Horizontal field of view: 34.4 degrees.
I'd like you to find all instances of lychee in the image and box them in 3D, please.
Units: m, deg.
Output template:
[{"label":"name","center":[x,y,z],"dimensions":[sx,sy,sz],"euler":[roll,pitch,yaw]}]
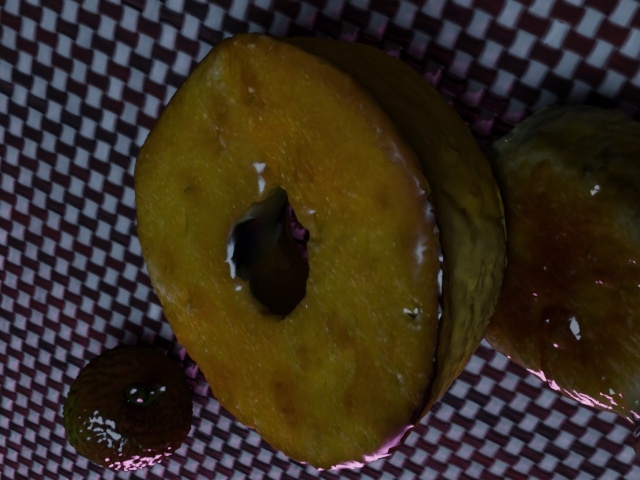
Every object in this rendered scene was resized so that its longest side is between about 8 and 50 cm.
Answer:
[{"label":"lychee","center":[-0.171,0.149,0.913],"dimensions":[0.114,0.114,0.146],"euler":[40,143,-7]}]

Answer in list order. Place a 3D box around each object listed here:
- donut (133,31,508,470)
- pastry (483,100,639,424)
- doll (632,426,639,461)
[{"label":"donut","center":[0.000,0.000,0.690],"dimensions":[0.303,0.110,0.303],"euler":[24,124,40]},{"label":"pastry","center":[0.175,0.010,0.654],"dimensions":[0.192,0.093,0.182],"euler":[36,133,36]},{"label":"doll","center":[0.330,0.074,0.606],"dimensions":[0.303,0.156,0.201],"euler":[4,150,-10]}]
